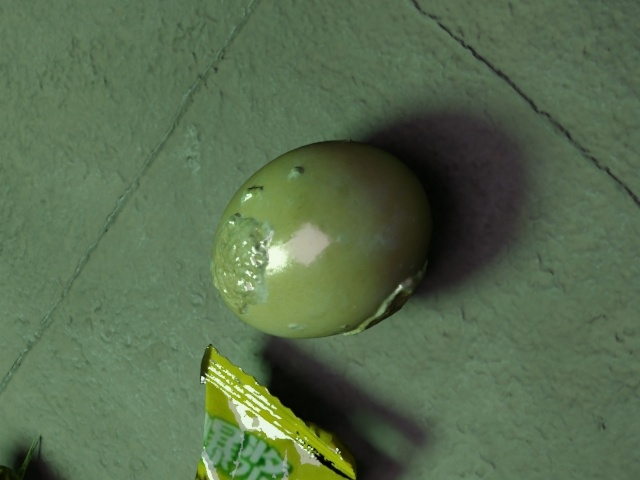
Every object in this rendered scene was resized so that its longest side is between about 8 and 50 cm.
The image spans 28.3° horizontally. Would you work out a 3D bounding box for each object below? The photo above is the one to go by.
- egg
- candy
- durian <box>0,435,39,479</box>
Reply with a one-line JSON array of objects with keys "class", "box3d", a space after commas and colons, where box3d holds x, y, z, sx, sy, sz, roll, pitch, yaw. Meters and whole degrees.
[{"class": "egg", "box3d": [0.000, 0.003, 1.045, 0.201, 0.164, 0.164, -27, 86, 32]}, {"class": "candy", "box3d": [-0.065, 0.258, 1.179, 0.187, 0.081, 0.297, 30, 124, 22]}, {"class": "durian", "box3d": [-0.356, 0.396, 1.312, 0.157, 0.169, 0.355, -3, 98, 27]}]
